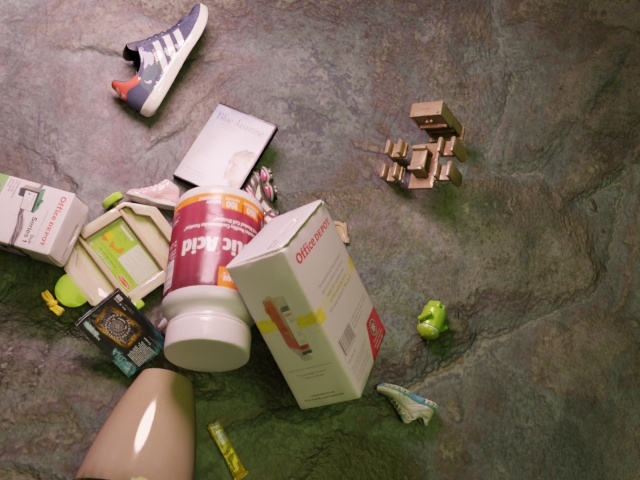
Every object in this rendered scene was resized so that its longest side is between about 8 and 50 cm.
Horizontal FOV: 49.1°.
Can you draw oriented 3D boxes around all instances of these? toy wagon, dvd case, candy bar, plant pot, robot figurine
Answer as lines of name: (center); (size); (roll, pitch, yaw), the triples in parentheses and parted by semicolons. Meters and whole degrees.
toy wagon: (-0.510, 0.057, 1.692); (0.344, 0.068, 0.267); (-38, 92, -23)
dvd case: (-0.247, -0.233, 1.843); (0.180, 0.022, 0.253); (24, 69, 12)
candy bar: (-0.229, 0.513, 1.715); (0.040, 0.018, 0.162); (-28, 88, -27)
plant pot: (-0.383, 0.440, 1.576); (0.256, 0.256, 0.274); (21, 54, -14)
robot figurine: (0.309, 0.225, 1.952); (0.101, 0.067, 0.115); (43, 63, -39)

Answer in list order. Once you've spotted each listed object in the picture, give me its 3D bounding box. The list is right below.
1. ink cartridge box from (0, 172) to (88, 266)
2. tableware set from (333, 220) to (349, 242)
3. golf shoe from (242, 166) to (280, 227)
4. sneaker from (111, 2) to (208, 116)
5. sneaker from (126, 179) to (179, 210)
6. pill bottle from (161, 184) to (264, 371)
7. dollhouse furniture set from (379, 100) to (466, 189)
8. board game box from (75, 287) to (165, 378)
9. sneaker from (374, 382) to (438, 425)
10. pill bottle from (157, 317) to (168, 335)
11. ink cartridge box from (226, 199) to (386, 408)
ink cartridge box: (-0.670, -0.049, 1.605); (0.219, 0.093, 0.160); (14, 71, 8)
tableware set: (0.000, 0.000, 1.917); (0.168, 0.020, 0.141); (15, 73, -16)
golf shoe: (-0.156, -0.056, 1.843); (0.120, 0.105, 0.273); (-14, 76, -7)
sneaker: (-0.418, -0.499, 1.818); (0.148, 0.131, 0.350); (31, 69, -16)
sneaker: (-0.420, -0.124, 1.776); (0.134, 0.051, 0.070); (13, 72, -20)
pill bottle: (-0.248, 0.088, 1.630); (0.224, 0.224, 0.392); (11, 56, -18)
dollhouse furniture set: (0.317, -0.249, 2.003); (0.161, 0.212, 0.242); (35, 64, -51)
board game box: (-0.462, 0.218, 1.645); (0.126, 0.026, 0.186); (-39, 113, -7)
sneaker: (0.223, 0.441, 1.873); (0.190, 0.071, 0.083); (26, 76, -12)
pill bottle: (-0.311, 0.231, 1.713); (0.160, 0.087, 0.087); (42, 67, -7)
ink cartridge box: (-0.019, 0.141, 1.607); (0.385, 0.160, 0.279); (65, 27, -16)
